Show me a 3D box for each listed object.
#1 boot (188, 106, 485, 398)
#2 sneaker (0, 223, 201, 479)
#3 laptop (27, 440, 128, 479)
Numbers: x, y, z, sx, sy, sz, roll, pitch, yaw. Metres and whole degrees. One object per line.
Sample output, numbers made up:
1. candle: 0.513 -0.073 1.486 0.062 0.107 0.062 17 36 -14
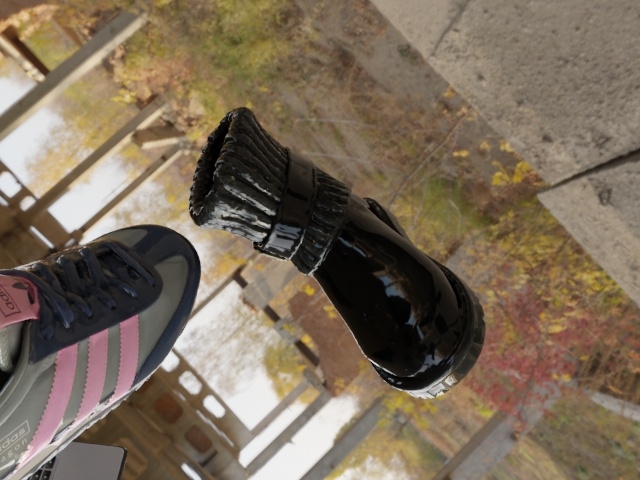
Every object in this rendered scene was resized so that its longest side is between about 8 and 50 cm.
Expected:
1. boot: -0.003 0.003 0.619 0.260 0.131 0.348 32 -168 -30
2. sneaker: -0.170 0.056 0.359 0.112 0.319 0.131 31 129 6
3. laptop: -0.527 0.420 0.769 0.407 0.382 0.236 7 147 -2
